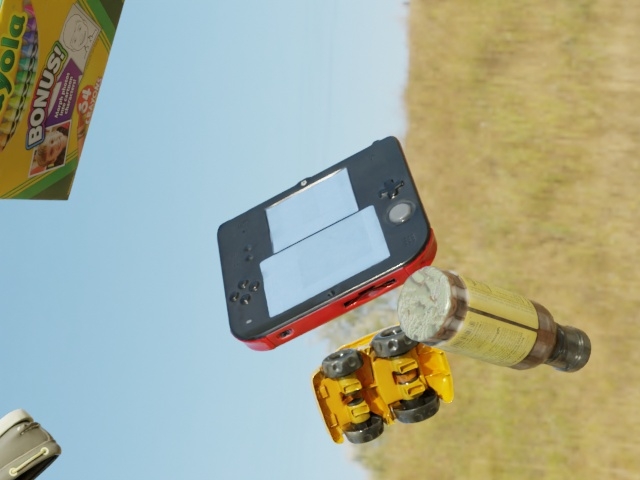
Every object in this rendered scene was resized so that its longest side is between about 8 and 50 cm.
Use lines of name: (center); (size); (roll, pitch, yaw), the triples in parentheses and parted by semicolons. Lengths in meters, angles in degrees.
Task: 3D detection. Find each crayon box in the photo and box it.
crayon box: (-0.466, -0.246, 1.785); (0.313, 0.106, 0.363); (-6, -66, -71)

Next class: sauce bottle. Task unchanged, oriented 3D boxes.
sauce bottle: (0.259, 0.127, 1.639); (0.344, 0.111, 0.111); (21, -112, -39)

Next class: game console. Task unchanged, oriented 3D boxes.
game console: (0.000, 0.000, 2.006); (0.060, 0.386, 0.342); (53, -165, -43)

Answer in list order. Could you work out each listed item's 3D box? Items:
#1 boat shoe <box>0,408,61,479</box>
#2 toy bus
boat shoe: (-0.500, 0.378, 1.629); (0.305, 0.091, 0.109); (-48, -15, -20)
toy bus: (0.080, 0.218, 1.895); (0.211, 0.220, 0.149); (-149, 40, -73)
